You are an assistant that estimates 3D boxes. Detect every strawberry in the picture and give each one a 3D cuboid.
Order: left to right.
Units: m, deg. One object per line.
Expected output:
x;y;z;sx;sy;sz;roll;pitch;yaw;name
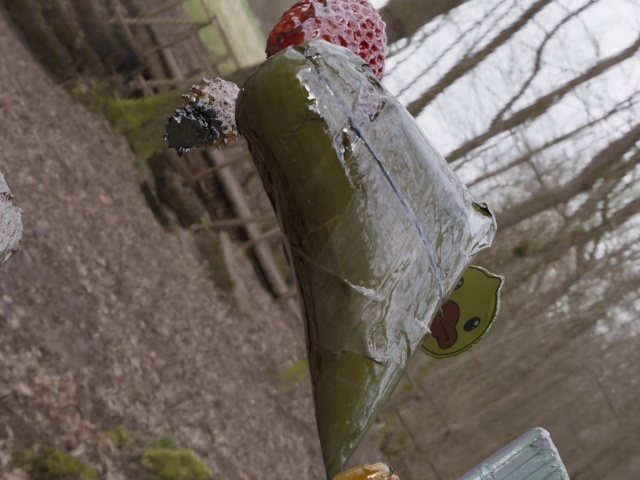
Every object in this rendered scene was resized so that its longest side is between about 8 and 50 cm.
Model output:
-0.004;-0.302;1.488;0.205;0.205;0.244;65;23;4;strawberry

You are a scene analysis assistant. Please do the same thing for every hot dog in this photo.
0.023;0.369;1.332;0.055;0.188;0.072;-124;-170;-66;hot dog

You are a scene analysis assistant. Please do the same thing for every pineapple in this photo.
-0.245;-0.252;1.968;0.158;0.157;0.279;65;17;-10;pineapple

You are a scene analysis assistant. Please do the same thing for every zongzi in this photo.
0.000;0.000;1.042;0.356;0.393;0.174;48;-35;-21;zongzi

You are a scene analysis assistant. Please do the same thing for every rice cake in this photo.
0.274;0.372;1.418;0.037;0.198;0.189;49;-8;46;rice cake

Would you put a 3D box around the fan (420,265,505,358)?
0.248;0.171;2.001;0.011;0.335;0.230;42;20;-33;fan

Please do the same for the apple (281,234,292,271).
0.042;0.000;1.763;0.234;0.234;0.234;-25;90;-89;apple

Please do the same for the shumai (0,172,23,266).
-0.728;-0.024;1.771;0.217;0.283;0.346;62;2;-47;shumai
